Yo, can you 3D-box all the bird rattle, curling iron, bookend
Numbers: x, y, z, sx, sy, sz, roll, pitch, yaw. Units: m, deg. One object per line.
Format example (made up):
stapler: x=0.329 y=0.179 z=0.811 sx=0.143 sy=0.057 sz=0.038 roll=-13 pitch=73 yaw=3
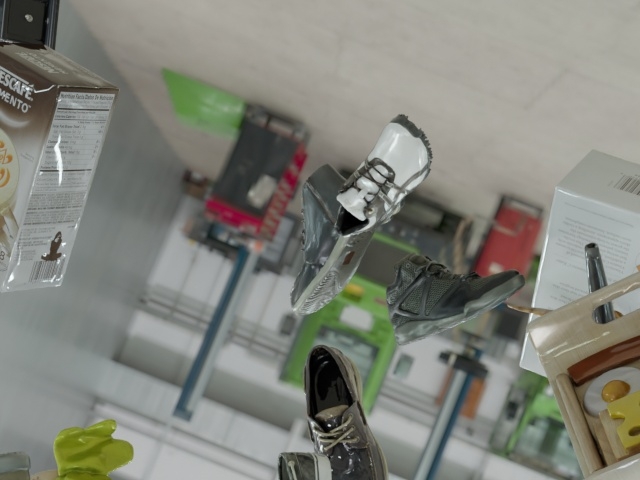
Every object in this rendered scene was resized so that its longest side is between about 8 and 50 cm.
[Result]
bird rattle: x=-0.354 y=0.363 z=1.763 sx=0.207 sy=0.253 sz=0.143 roll=50 pitch=-155 yaw=-31
curling iron: x=0.366 y=0.122 z=1.697 sx=0.035 sy=0.068 sz=0.274 roll=21 pitch=132 yaw=39
bookend: x=-0.438 y=-0.333 z=1.761 sx=0.157 sy=0.156 sz=0.072 roll=10 pitch=172 yaw=-38

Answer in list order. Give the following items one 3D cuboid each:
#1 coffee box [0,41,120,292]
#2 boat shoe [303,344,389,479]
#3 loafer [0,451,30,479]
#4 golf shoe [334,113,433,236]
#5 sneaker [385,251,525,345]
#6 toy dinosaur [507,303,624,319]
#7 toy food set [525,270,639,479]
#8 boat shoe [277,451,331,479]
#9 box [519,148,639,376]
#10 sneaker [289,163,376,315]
coffee box: x=-0.335 y=-0.084 z=1.460 sx=0.141 sy=0.246 sz=0.098 roll=29 pitch=-161 yaw=30
boat shoe: x=0.027 y=0.350 z=2.398 sx=0.130 sy=0.132 sz=0.355 roll=52 pitch=-163 yaw=-53
loafer: x=-0.432 y=0.301 z=1.410 sx=0.251 sy=0.087 sz=0.094 roll=-15 pitch=173 yaw=-13
golf shoe: x=0.073 y=-0.069 z=1.600 sx=0.077 sy=0.094 sz=0.198 roll=42 pitch=143 yaw=17
sneaker: x=0.189 y=0.064 z=1.939 sx=0.227 sy=0.130 sz=0.087 roll=-24 pitch=173 yaw=35
toy dinosaur: x=0.393 y=0.141 z=1.942 sx=0.211 sy=0.112 sz=0.064 roll=42 pitch=-158 yaw=-8
toy food set: x=0.331 y=0.121 z=1.285 sx=0.092 sy=0.220 sz=0.306 roll=61 pitch=-170 yaw=-21
boat shoe: x=-0.027 y=0.380 z=1.672 sx=0.070 sy=0.219 sz=0.078 roll=9 pitch=153 yaw=-25
box: x=0.470 y=0.064 z=2.067 sx=0.215 sy=0.345 sz=0.168 roll=21 pitch=-146 yaw=23
sneaker: x=0.000 y=0.000 z=1.953 sx=0.118 sy=0.222 sz=0.083 roll=44 pitch=-156 yaw=28
